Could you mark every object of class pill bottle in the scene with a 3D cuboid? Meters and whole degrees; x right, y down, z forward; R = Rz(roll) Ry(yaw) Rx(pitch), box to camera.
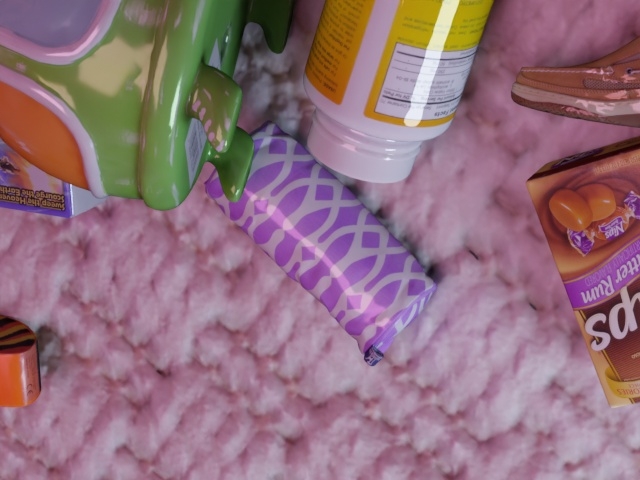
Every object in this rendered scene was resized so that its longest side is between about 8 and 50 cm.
[{"bbox_3d":[0.058,-0.154,1.364,0.117,0.117,0.215,27,119,17],"label":"pill bottle"}]

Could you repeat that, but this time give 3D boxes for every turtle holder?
[{"bbox_3d":[-0.141,-0.191,1.360,0.227,0.243,0.320,13,99,4],"label":"turtle holder"}]

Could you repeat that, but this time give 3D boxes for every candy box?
[{"bbox_3d":[0.236,0.022,1.372,0.109,0.053,0.187,-17,101,31],"label":"candy box"}]

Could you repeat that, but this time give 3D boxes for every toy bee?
[{"bbox_3d":[-0.394,0.087,1.700,0.298,0.162,0.195,19,110,-6],"label":"toy bee"}]

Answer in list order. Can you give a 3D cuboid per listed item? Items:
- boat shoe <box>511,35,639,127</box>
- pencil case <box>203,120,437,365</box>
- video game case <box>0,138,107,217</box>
[{"bbox_3d":[0.230,-0.117,1.323,0.190,0.068,0.072,7,100,16],"label":"boat shoe"},{"bbox_3d":[0.000,0.000,1.477,0.206,0.086,0.088,47,152,7],"label":"pencil case"},{"bbox_3d":[-0.313,-0.158,1.597,0.269,0.061,0.244,9,111,26],"label":"video game case"}]
